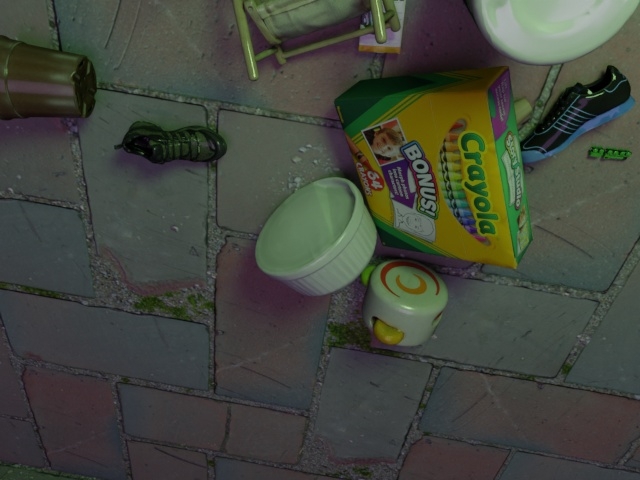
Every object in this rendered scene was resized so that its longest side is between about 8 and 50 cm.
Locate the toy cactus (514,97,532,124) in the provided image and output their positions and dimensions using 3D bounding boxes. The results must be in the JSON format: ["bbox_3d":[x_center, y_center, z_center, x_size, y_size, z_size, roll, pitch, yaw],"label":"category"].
[{"bbox_3d":[0.335,-0.220,1.041,0.181,0.112,0.218,-33,114,6],"label":"toy cactus"}]

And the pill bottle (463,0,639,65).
[{"bbox_3d":[0.299,-0.401,0.741,0.205,0.361,0.204,4,125,5],"label":"pill bottle"}]

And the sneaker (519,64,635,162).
[{"bbox_3d":[0.479,-0.244,1.005,0.232,0.081,0.090,-32,112,18],"label":"sneaker"}]

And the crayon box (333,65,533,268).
[{"bbox_3d":[0.224,-0.134,1.006,0.313,0.106,0.362,11,135,43],"label":"crayon box"}]

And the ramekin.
[{"bbox_3d":[0.000,0.000,1.134,0.273,0.272,0.127,-26,128,24],"label":"ramekin"}]

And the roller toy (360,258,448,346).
[{"bbox_3d":[0.201,0.154,1.245,0.191,0.209,0.146,-1,128,-16],"label":"roller toy"}]

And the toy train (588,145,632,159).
[{"bbox_3d":[0.598,-0.180,1.067,0.084,0.017,0.023,7,135,3],"label":"toy train"}]

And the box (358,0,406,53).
[{"bbox_3d":[0.116,-0.421,0.958,0.081,0.028,0.136,5,123,4],"label":"box"}]

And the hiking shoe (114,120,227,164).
[{"bbox_3d":[-0.321,-0.197,1.121,0.227,0.114,0.086,6,126,4],"label":"hiking shoe"}]

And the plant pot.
[{"bbox_3d":[-0.560,-0.319,1.050,0.165,0.166,0.166,6,126,-5],"label":"plant pot"}]

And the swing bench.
[{"bbox_3d":[-0.025,-0.439,0.869,0.254,0.165,0.254,-8,116,22],"label":"swing bench"}]
